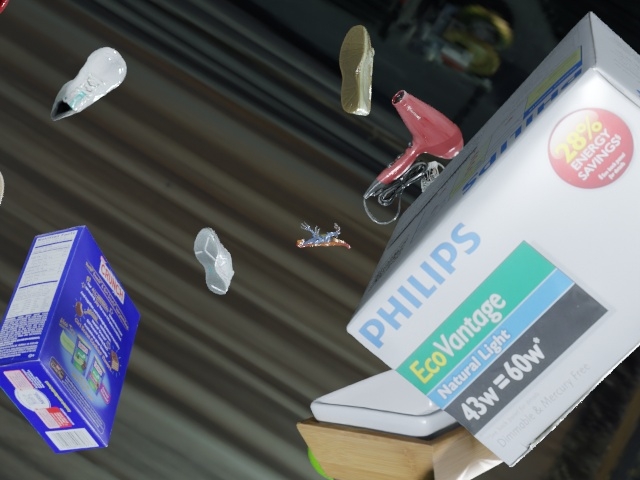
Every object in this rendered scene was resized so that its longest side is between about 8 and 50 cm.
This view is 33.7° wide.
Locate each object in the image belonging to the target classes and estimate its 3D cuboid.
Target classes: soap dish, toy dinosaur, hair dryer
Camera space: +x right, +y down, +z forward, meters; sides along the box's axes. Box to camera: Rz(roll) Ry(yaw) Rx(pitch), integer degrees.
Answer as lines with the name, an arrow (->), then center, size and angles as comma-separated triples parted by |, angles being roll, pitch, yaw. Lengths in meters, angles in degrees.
soap dish -> 0.148, 0.252, 1.449 | 0.290, 0.228, 0.118 | -11, 98, -47
toy dinosaur -> 0.000, 0.000, 1.928 | 0.082, 0.090, 0.047 | -36, -177, -8
hair dryer -> 0.198, -0.177, 2.230 | 0.080, 0.223, 0.294 | -134, -147, -58

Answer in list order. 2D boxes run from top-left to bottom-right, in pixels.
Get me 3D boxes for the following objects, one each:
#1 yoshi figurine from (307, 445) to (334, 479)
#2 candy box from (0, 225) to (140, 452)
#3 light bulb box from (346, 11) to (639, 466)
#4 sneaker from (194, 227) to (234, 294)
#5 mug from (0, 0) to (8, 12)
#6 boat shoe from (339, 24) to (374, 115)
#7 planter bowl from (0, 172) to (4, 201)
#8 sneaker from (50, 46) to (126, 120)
yoshi figurine -> 0.089, 0.380, 1.765 | 0.362, 0.203, 0.204 | -137, -130, -65
candy box -> -0.459, 0.179, 1.937 | 0.317, 0.122, 0.268 | -82, 157, -44
light bulb box -> 0.247, -0.019, 1.131 | 0.358, 0.225, 0.361 | -49, -177, 23
sneaker -> -0.208, 0.031, 2.086 | 0.061, 0.053, 0.152 | -60, 148, -45
mug -> -0.437, -0.386, 1.385 | 0.150, 0.113, 0.169 | -55, -175, 32
boat shoe -> 0.068, -0.295, 1.834 | 0.048, 0.056, 0.153 | 4, 85, -49
planter bowl -> -0.486, -0.052, 1.295 | 0.162, 0.109, 0.162 | -54, 169, -15
sneaker -> -0.462, -0.297, 2.087 | 0.212, 0.080, 0.094 | -32, -158, 41
